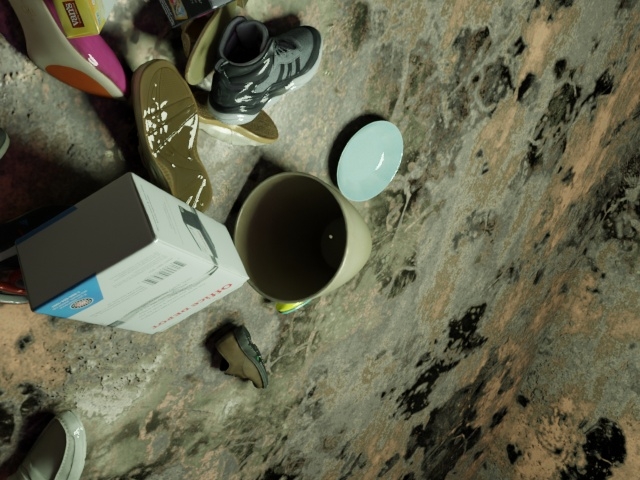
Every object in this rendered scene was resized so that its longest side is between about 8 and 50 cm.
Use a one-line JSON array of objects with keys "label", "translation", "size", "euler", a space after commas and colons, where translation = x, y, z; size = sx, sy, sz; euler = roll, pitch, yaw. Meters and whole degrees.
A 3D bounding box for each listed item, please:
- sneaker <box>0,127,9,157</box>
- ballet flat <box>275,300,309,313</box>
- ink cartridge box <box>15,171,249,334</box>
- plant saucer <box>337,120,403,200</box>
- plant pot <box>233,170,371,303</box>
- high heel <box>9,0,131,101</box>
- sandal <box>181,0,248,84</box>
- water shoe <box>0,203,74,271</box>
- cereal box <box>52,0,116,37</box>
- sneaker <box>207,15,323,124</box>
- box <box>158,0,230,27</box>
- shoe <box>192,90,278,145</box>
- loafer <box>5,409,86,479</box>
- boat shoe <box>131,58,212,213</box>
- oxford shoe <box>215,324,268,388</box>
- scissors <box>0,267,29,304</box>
[{"label": "sneaker", "translation": [-0.537, -0.126, 0.853], "size": [0.222, 0.083, 0.118], "euler": [-35, 140, -28]}, {"label": "ballet flat", "translation": [-0.020, 0.089, 1.515], "size": [0.231, 0.077, 0.077], "euler": [-27, 112, -30]}, {"label": "ink cartridge box", "translation": [-0.294, 0.038, 1.058], "size": [0.223, 0.129, 0.307], "euler": [-29, 158, 10]}, {"label": "plant saucer", "translation": [0.104, -0.184, 1.450], "size": [0.195, 0.037, 0.195], "euler": [-24, 133, -29]}, {"label": "plant pot", "translation": [0.000, 0.000, 1.356], "size": [0.256, 0.256, 0.274], "euler": [-62, 155, 11]}, {"label": "high heel", "translation": [-0.347, -0.337, 0.862], "size": [0.377, 0.127, 0.181], "euler": [53, 51, -69]}, {"label": "sandal", "translation": [-0.188, -0.362, 1.037], "size": [0.088, 0.079, 0.240], "euler": [88, 27, -73]}, {"label": "water shoe", "translation": [-0.471, 0.000, 1.044], "size": [0.203, 0.073, 0.080], "euler": [-19, 157, -34]}, {"label": "cereal box", "translation": [-0.298, -0.383, 0.800], "size": [0.047, 0.240, 0.173], "euler": [-7, 131, 3]}, {"label": "sneaker", "translation": [-0.083, -0.317, 1.081], "size": [0.268, 0.101, 0.153], "euler": [-46, 165, -26]}, {"label": "box", "translation": [-0.125, -0.440, 0.921], "size": [0.247, 0.142, 0.163], "euler": [-38, 115, -28]}, {"label": "shoe", "translation": [-0.166, -0.218, 1.169], "size": [0.058, 0.076, 0.219], "euler": [-22, 159, 37]}, {"label": "loafer", "translation": [-0.552, 0.474, 1.257], "size": [0.111, 0.112, 0.319], "euler": [4, 116, -53]}, {"label": "boat shoe", "translation": [-0.262, -0.167, 1.072], "size": [0.109, 0.098, 0.302], "euler": [-42, 145, -29]}, {"label": "oxford shoe", "translation": [-0.185, 0.283, 1.499], "size": [0.096, 0.083, 0.227], "euler": [-25, 134, -3]}, {"label": "scissors", "translation": [-0.452, 0.093, 1.146], "size": [0.109, 0.021, 0.297], "euler": [-32, 158, 16]}]
